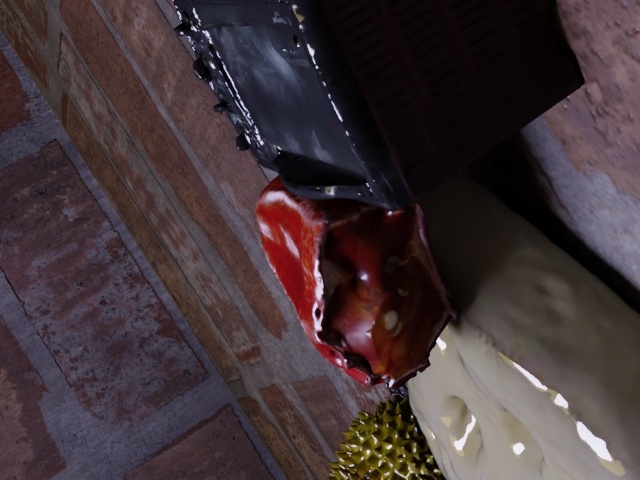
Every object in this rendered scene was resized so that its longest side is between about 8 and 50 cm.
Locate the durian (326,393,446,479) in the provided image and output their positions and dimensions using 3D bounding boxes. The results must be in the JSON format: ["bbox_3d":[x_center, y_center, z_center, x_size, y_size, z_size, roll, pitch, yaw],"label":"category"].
[{"bbox_3d":[0.120,0.255,1.290,0.237,0.193,0.137,34,115,40],"label":"durian"}]

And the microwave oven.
[{"bbox_3d":[0.023,-0.145,0.823,0.247,0.188,0.178,25,143,63],"label":"microwave oven"}]

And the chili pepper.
[{"bbox_3d":[0.000,0.000,0.924,0.144,0.136,0.253,30,-175,-32],"label":"chili pepper"}]

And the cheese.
[{"bbox_3d":[0.189,0.151,0.975,0.328,0.130,0.351,46,158,42],"label":"cheese"}]

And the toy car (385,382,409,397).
[{"bbox_3d":[0.121,0.133,1.266,0.165,0.071,0.062,171,82,-73],"label":"toy car"}]
